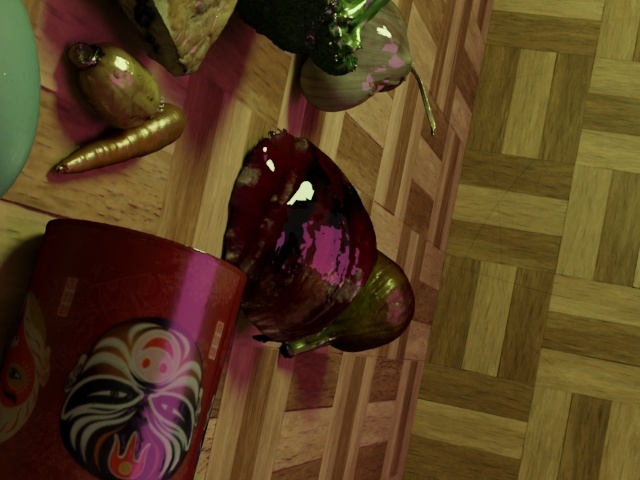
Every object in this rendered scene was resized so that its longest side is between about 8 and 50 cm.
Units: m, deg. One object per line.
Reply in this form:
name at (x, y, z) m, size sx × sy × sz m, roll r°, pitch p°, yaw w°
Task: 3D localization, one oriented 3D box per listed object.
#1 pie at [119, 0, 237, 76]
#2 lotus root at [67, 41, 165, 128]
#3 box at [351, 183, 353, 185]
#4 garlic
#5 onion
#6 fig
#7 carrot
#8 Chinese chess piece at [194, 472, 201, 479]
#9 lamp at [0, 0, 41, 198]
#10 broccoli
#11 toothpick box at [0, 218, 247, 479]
pie at (-0.128, -0.271, 1.048) m, size 0.185 × 0.052 × 0.218 m, roll -60°, pitch 164°, yaw -17°
lotus root at (-0.199, -0.152, 1.040) m, size 0.152 × 0.063 × 0.072 m, roll 31°, pitch 59°, yaw -64°
box at (0.000, 0.000, 1.789) m, size 0.201 × 0.058 × 0.141 m, roll -56°, pitch 151°, yaw -55°
garlic at (0.072, -0.266, 1.668) m, size 0.257 × 0.207 × 0.207 m, roll 47°, pitch 44°, yaw -22°
onion at (-0.019, -0.007, 1.527) m, size 0.280 × 0.146 × 0.314 m, roll 47°, pitch 59°, yaw -52°
fig at (0.030, 0.137, 1.889) m, size 0.290 × 0.190 × 0.191 m, roll -30°, pitch 139°, yaw -20°
carrot at (-0.208, -0.102, 1.083) m, size 0.216 × 0.048 × 0.048 m, roll -39°, pitch 137°, yaw -57°
Chinese chess piece at (-0.225, 0.373, 1.194) m, size 0.273 × 0.102 × 0.273 m, roll 11°, pitch 90°, yaw -73°
lamp at (-0.273, -0.091, 0.685) m, size 0.209 × 0.147 × 0.284 m, roll 86°, pitch 22°, yaw -47°
broccoli at (0.004, -0.366, 1.258) m, size 0.308 × 0.275 × 0.308 m, roll 53°, pitch 27°, yaw -42°
toothpick box at (-0.206, 0.168, 0.966) m, size 0.204 × 0.204 × 0.333 m, roll 50°, pitch 53°, yaw -69°
